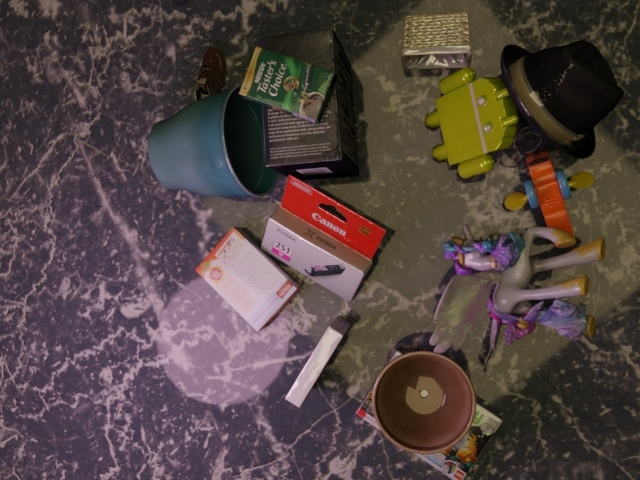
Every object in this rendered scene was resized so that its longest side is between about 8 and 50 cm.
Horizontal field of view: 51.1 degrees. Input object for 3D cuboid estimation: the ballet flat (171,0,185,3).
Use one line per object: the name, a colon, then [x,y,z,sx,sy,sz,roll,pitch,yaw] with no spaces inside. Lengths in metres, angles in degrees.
ballet flat: [-0.430,-0.711,1.769,0.074,0.074,0.203,-44,83,7]

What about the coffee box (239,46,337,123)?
coffee box: [-0.070,-0.329,1.419,0.184,0.040,0.113,22,92,10]

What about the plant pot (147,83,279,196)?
plant pot: [-0.273,-0.226,1.658,0.255,0.272,0.271,-6,89,24]

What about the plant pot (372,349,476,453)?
plant pot: [0.243,0.372,1.581,0.237,0.110,0.237,0,89,8]

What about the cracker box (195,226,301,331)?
cracker box: [-0.185,0.098,1.731,0.232,0.067,0.155,44,98,8]

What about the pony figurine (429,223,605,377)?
pony figurine: [0.428,0.121,1.519,0.363,0.303,0.351,1,67,37]

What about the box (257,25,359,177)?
box: [-0.022,-0.306,1.582,0.183,0.296,0.294,-4,87,10]

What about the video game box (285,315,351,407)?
video game box: [-0.001,0.291,1.639,0.048,0.187,0.205,31,96,9]

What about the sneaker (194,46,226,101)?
sneaker: [-0.291,-0.414,1.744,0.066,0.071,0.188,7,92,10]

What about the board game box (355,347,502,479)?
board game box: [0.267,0.432,1.659,0.305,0.053,0.193,32,95,9]

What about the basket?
basket: [0.282,-0.482,1.624,0.167,0.113,0.103,1,87,10]

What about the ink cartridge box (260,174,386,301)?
ink cartridge box: [0.000,0.000,1.630,0.275,0.239,0.060,31,51,9]

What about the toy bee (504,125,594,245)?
toy bee: [0.538,-0.149,1.572,0.195,0.162,0.298,3,118,12]

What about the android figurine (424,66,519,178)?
android figurine: [0.350,-0.274,1.551,0.056,0.273,0.248,-10,89,-31]

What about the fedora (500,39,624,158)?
fedora: [0.547,-0.339,1.461,0.152,0.334,0.334,-36,83,38]
